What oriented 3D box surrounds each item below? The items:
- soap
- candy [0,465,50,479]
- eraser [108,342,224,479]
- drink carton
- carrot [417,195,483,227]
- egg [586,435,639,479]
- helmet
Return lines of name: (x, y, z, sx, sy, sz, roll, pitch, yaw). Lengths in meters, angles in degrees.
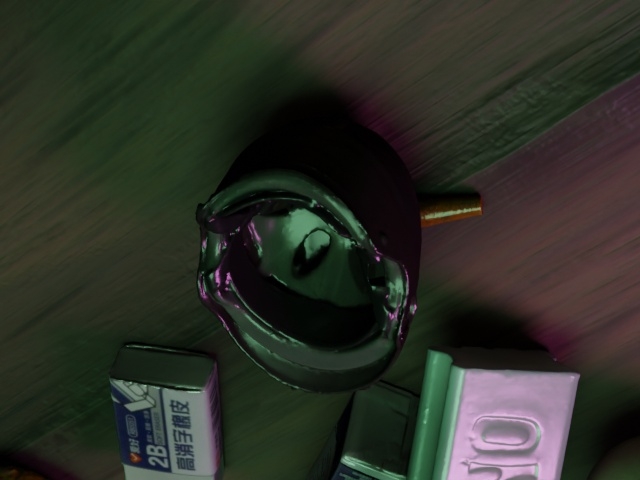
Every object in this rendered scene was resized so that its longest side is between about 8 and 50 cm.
soap: (0.182, 0.256, 1.717, 0.160, 0.087, 0.265, 5, 102, -22)
candy: (-0.420, 0.408, 2.085, 0.260, 0.118, 0.259, 8, 134, 9)
eraser: (-0.186, 0.228, 1.906, 0.125, 0.068, 0.210, 6, 132, 8)
drink carton: (0.046, 0.290, 1.858, 0.102, 0.134, 0.222, 21, 132, -7)
carrot: (0.125, -0.031, 1.633, 0.093, 0.032, 0.032, -6, 128, 15)
egg: (0.409, 0.340, 1.756, 0.219, 0.219, 0.269, -30, 104, 32)
helmet: (0.000, 0.000, 1.592, 0.225, 0.177, 0.305, 12, 139, 13)
